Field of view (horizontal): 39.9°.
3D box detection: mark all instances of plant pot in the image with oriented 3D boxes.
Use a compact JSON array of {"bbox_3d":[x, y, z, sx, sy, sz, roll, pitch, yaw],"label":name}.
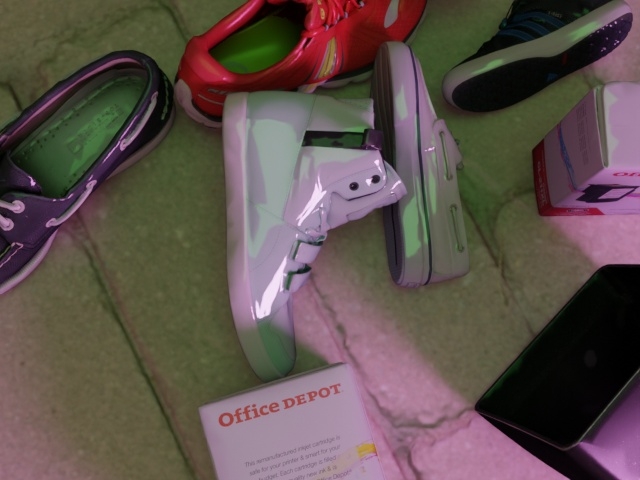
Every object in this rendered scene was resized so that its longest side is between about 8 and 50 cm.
[{"bbox_3d":[0.277,0.142,0.735,0.167,0.187,0.188,45,81,-8],"label":"plant pot"}]

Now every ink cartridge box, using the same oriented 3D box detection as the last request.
[{"bbox_3d":[-0.015,0.201,0.728,0.128,0.127,0.176,-15,81,-5],"label":"ink cartridge box"},{"bbox_3d":[0.272,-0.074,0.767,0.128,0.175,0.072,-1,80,-2],"label":"ink cartridge box"}]

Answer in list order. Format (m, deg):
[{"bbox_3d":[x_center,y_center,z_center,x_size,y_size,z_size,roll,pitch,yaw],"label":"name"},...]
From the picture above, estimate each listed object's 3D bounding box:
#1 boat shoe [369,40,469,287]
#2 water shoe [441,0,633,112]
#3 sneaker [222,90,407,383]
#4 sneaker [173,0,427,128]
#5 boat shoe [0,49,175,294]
[{"bbox_3d":[0.094,-0.071,0.817,0.076,0.083,0.226,-4,92,-14],"label":"boat shoe"},{"bbox_3d":[0.197,-0.189,0.850,0.203,0.073,0.080,-23,60,-10],"label":"water shoe"},{"bbox_3d":[0.000,0.000,0.752,0.151,0.094,0.255,-2,100,5],"label":"sneaker"},{"bbox_3d":[-0.004,-0.193,0.800,0.279,0.118,0.107,-34,82,-17],"label":"sneaker"},{"bbox_3d":[-0.259,-0.059,0.783,0.114,0.091,0.302,41,80,5],"label":"boat shoe"}]
